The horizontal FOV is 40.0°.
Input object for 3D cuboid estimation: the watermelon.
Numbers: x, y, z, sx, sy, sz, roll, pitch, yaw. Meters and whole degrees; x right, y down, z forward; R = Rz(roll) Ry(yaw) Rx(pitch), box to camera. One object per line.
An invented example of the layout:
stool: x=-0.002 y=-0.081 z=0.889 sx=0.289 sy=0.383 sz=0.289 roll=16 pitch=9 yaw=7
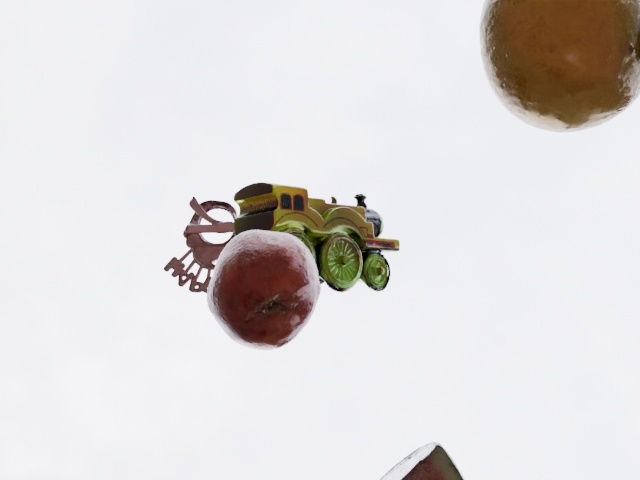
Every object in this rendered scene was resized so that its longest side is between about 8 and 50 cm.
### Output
watermelon: x=0.144 y=0.521 z=1.524 sx=0.293 sy=0.250 sz=0.283 roll=-22 pitch=-111 yaw=7

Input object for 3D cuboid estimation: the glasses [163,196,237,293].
glasses: x=-0.125 y=0.017 z=1.387 sx=0.256 sy=0.095 sz=0.162 roll=6 pitch=-97 yaw=13

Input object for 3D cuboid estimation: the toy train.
toy train: x=0.000 y=0.000 z=1.304 sx=0.100 sy=0.296 sz=0.160 roll=-7 pitch=-99 yaw=43

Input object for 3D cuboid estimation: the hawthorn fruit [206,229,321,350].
hawthorn fruit: x=-0.056 y=0.051 z=0.876 sx=0.128 sy=0.128 sz=0.128 roll=6 pitch=-78 yaw=28

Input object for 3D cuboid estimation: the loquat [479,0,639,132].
loquat: x=0.377 y=-0.293 z=1.311 sx=0.275 sy=0.275 sz=0.274 roll=6 pitch=-78 yaw=28
